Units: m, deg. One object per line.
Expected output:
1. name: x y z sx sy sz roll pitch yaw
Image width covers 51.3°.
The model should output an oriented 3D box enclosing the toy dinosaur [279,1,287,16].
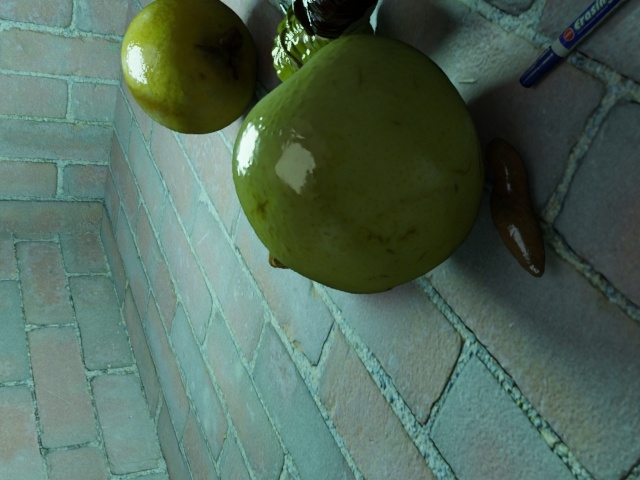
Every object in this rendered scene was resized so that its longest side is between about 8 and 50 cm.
1. toy dinosaur: -0.023 -0.225 1.303 0.301 0.087 0.447 116 140 -54

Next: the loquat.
1. loquat: -0.318 -0.405 1.570 0.360 0.328 0.328 -7 84 40

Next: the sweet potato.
1. sweet potato: 0.242 -0.044 0.842 0.058 0.055 0.202 -18 68 22

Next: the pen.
1. pen: 0.301 -0.246 0.763 0.204 0.025 0.025 -47 51 51

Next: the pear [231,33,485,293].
1. pear: 0.051 -0.098 0.902 0.348 0.348 0.348 2 92 61

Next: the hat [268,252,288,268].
1. hat: 0.000 0.000 1.211 0.233 0.244 0.233 100 -177 -64

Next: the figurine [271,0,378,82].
1. figurine: 0.023 -0.327 0.997 0.315 0.187 0.168 -155 46 -83
